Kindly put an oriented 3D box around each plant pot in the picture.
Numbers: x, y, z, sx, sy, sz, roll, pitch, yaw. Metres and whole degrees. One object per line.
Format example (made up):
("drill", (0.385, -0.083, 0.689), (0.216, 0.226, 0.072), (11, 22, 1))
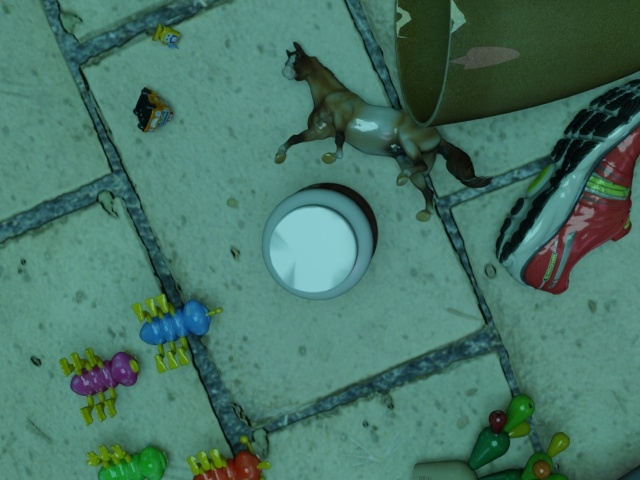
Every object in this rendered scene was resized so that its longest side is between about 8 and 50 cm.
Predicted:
("plant pot", (0.228, -0.243, 1.480), (0.254, 0.237, 0.237), (-3, 95, -11))

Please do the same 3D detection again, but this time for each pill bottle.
("pill bottle", (0.000, 0.000, 1.506), (0.121, 0.216, 0.121), (0, 95, 4))

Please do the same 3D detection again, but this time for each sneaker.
("sneaker", (0.314, -0.060, 1.550), (0.118, 0.107, 0.279), (34, 100, -18))

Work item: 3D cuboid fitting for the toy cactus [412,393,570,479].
("toy cactus", (0.196, 0.288, 1.583), (0.181, 0.112, 0.218), (2, 104, 14))

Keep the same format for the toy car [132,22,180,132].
("toy car", (-0.180, -0.184, 1.588), (0.041, 0.060, 0.122), (12, 105, -28))

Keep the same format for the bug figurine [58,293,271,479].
("bug figurine", (-0.184, 0.200, 1.612), (0.216, 0.072, 0.279), (-15, 98, 12))

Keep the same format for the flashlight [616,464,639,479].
("flashlight", (0.385, 0.285, 1.514), (0.304, 0.103, 0.103), (-30, 91, -14))

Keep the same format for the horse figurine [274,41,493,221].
("horse figurine", (0.063, -0.114, 1.538), (0.263, 0.174, 0.066), (20, 128, -1))
